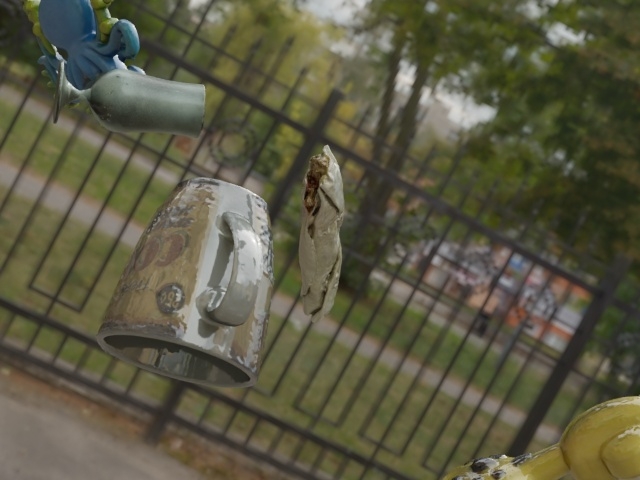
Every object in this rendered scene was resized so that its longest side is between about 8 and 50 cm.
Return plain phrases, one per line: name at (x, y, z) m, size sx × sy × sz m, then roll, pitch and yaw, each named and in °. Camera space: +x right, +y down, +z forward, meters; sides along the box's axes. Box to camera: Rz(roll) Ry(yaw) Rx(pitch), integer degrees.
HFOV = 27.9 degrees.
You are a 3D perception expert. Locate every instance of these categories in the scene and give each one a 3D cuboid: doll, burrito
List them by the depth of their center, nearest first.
doll at (0.237, 0.227, 1.293) m, size 0.086 × 0.291 × 0.117 m, roll 57°, pitch 16°, yaw -20°
doll at (-0.420, -0.364, 2.384) m, size 0.346 × 0.099 × 0.341 m, roll -30°, pitch -90°, yaw 54°
burrito at (0.000, 0.000, 2.428) m, size 0.076 × 0.117 × 0.392 m, roll 14°, pitch -45°, yaw 14°

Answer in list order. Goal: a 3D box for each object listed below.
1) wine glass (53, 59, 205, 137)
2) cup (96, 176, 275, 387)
wine glass at (-0.301, -0.219, 2.035) m, size 0.231 × 0.103 × 0.103 m, roll 6°, pitch 9°, yaw -14°
cup at (-0.153, 0.043, 1.749) m, size 0.227 × 0.257 × 0.301 m, roll 19°, pitch -18°, yaw -22°
